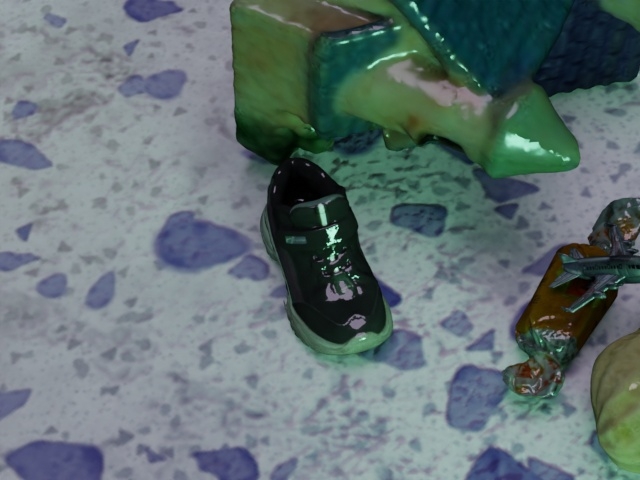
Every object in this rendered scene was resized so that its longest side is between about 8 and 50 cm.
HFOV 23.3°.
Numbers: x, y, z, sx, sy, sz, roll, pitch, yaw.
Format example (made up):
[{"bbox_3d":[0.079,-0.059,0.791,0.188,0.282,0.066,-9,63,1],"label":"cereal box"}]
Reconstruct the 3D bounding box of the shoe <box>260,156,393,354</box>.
[{"bbox_3d":[0.000,0.000,1.113,0.071,0.099,0.169,-16,51,-11],"label":"shoe"}]

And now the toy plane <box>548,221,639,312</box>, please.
[{"bbox_3d":[0.196,0.020,1.053,0.083,0.031,0.078,5,54,42],"label":"toy plane"}]

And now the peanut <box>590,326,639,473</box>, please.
[{"bbox_3d":[0.235,0.077,1.040,0.082,0.082,0.187,24,57,24],"label":"peanut"}]

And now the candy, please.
[{"bbox_3d":[0.180,0.042,1.095,0.053,0.046,0.182,19,59,28],"label":"candy"}]

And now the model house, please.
[{"bbox_3d":[0.118,-0.174,1.169,0.280,0.245,0.312,22,56,13],"label":"model house"}]
